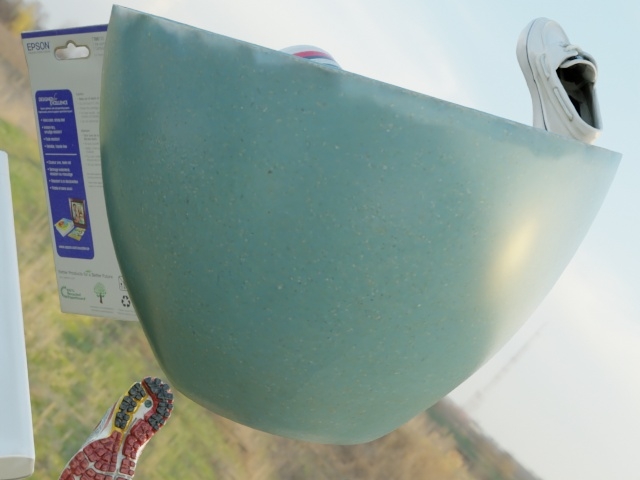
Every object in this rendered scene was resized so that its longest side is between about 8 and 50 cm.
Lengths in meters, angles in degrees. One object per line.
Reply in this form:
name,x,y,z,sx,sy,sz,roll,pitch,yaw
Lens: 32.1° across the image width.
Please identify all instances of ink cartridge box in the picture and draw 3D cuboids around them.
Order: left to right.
ink cartridge box,-0.241,-0.076,1.256,0.165,0.333,0.065,5,16,36

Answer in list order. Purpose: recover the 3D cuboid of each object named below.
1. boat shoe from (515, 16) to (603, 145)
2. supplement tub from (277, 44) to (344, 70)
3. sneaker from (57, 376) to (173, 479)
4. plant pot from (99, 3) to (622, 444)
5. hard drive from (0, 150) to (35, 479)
boat shoe,0.317,-0.205,1.423,0.095,0.084,0.258,17,48,-25
supplement tub,0.005,-0.140,1.636,0.272,0.191,0.191,53,4,32
sneaker,-0.287,0.294,1.546,0.088,0.225,0.093,41,-22,-8
plant pot,0.000,0.000,0.639,0.290,0.195,0.290,16,9,-3
hard drive,-0.390,0.058,1.000,0.047,0.233,0.353,111,-29,-46
